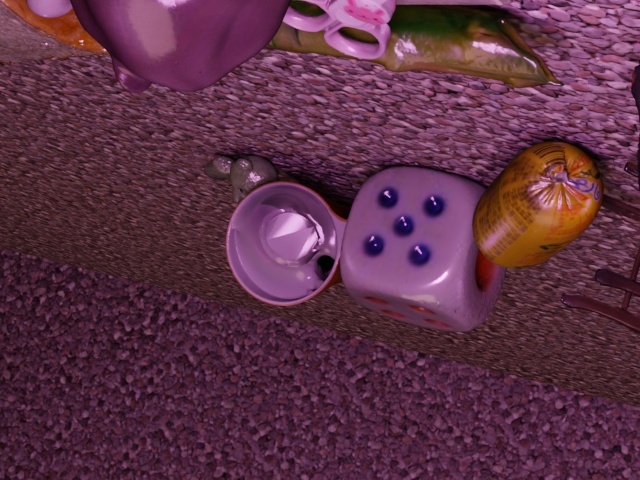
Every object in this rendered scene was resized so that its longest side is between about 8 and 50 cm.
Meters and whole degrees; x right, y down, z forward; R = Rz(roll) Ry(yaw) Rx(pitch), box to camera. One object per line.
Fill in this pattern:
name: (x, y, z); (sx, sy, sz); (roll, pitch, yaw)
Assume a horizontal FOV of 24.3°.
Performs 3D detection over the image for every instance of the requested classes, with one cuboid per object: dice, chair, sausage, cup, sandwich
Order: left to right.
sandwich: (-0.374, -0.276, 1.762); (0.251, 0.087, 0.226); (4, 162, 47)
cup: (0.000, 0.000, 2.261); (0.226, 0.182, 0.264); (-9, 177, 20)
dice: (0.150, 0.013, 2.083); (0.191, 0.194, 0.193); (9, 167, 28)
sausage: (0.265, -0.039, 1.845); (0.123, 0.123, 0.347); (17, 169, -1)
chair: (0.477, 0.041, 1.783); (0.319, 0.186, 0.160); (20, 163, -3)

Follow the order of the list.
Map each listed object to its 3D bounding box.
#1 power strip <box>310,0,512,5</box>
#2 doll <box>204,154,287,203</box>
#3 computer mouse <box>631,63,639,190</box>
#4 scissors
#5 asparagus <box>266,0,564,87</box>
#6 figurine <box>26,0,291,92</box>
power strip: (0.043, -0.253, 1.349); (0.288, 0.053, 0.093); (8, 165, 38)
doll: (-0.120, -0.094, 2.285); (0.115, 0.077, 0.150); (20, 177, -30)
computer mouse: (0.389, -0.097, 1.405); (0.183, 0.116, 0.323); (3, 150, 15)
scissors: (0.042, -0.214, 1.320); (0.118, 0.030, 0.242); (26, 164, -18)
asparagus: (0.078, -0.204, 1.458); (0.343, 0.085, 0.082); (10, 170, 25)
figurine: (-0.181, -0.253, 1.315); (0.365, 0.218, 0.206); (16, 172, 38)
